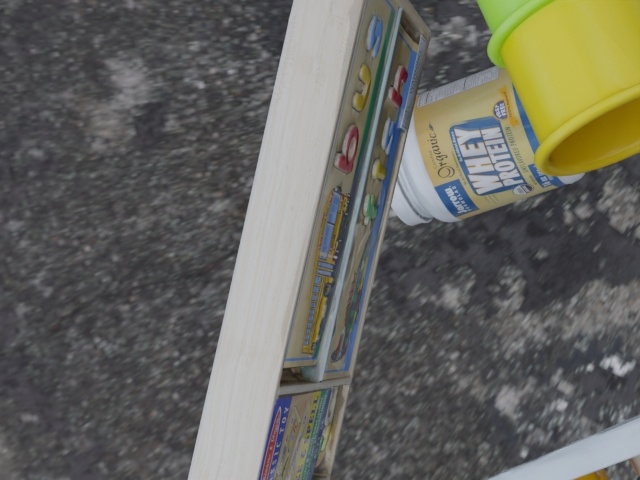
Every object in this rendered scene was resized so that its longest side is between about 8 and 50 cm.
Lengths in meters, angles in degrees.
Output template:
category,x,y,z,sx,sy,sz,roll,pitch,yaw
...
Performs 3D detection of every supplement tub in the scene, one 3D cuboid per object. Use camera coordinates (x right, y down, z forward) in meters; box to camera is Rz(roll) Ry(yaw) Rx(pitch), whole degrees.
category,x,y,z,sx,sy,sz,roll,pitch,yaw
supplement tub,0.169,-0.103,1.525,0.199,0.144,0.144,-19,93,22

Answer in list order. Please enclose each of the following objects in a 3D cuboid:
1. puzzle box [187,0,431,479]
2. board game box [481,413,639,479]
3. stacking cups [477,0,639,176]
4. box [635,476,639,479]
category,x,y,z,sx,sy,sz,roll,pitch,yaw
puzzle box,0.000,0.000,1.110,0.052,0.272,0.409,12,89,14
board game box,0.287,0.011,0.477,0.390,0.390,0.050,-35,73,50
stacking cups,0.097,-0.193,0.738,0.096,0.096,0.316,-27,71,20
box,0.524,0.407,1.550,0.312,0.179,0.343,-5,55,-12
